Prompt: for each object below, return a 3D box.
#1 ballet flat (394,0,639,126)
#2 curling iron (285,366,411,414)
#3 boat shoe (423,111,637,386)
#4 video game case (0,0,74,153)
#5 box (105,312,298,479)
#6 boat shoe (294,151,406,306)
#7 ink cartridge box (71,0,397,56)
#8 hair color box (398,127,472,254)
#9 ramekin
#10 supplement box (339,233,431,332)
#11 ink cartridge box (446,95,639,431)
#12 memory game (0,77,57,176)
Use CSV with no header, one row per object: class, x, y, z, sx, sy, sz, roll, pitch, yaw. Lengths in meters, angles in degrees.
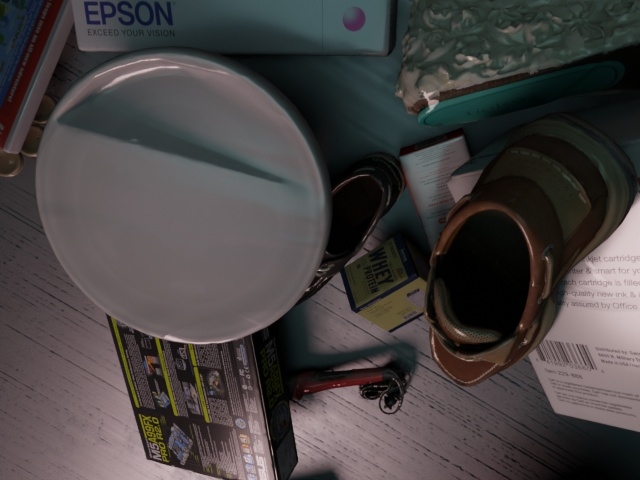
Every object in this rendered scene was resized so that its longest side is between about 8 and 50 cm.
ballet flat,0.262,-0.191,0.469,0.408,0.147,0.147,-5,111,13
curling iron,-0.017,0.200,0.730,0.273,0.035,0.068,-7,110,14
boat shoe,0.135,0.042,0.474,0.123,0.116,0.325,40,150,28
video game case,-0.421,-0.247,0.603,0.285,0.025,0.204,26,96,1
box,-0.151,0.177,0.712,0.216,0.060,0.270,2,112,25
boat shoe,0.000,0.000,0.624,0.084,0.079,0.233,40,116,-6
ink cartridge box,-0.087,-0.343,0.508,0.323,0.071,0.330,4,114,10
hair color box,0.140,-0.040,0.597,0.071,0.043,0.141,-16,107,17
ramekin,-0.116,-0.048,0.541,0.272,0.127,0.273,3,112,7
supplement box,0.082,0.050,0.617,0.083,0.056,0.083,-33,139,21
ink cartridge box,0.276,0.027,0.500,0.211,0.121,0.289,-4,118,58
memory game,-0.393,-0.157,0.635,0.186,0.012,0.186,0,91,-2
